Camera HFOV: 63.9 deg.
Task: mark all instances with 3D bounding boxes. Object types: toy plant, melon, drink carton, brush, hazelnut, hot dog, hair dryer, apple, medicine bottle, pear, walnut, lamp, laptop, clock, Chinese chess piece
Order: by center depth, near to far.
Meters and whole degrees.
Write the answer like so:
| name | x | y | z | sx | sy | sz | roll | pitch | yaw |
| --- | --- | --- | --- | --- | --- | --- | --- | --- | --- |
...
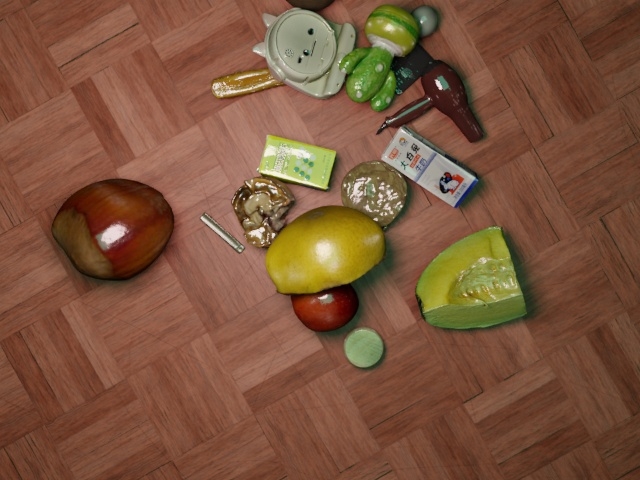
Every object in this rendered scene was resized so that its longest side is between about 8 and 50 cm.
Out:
| name | x | y | z | sx | sy | sz | roll | pitch | yaw |
| --- | --- | --- | --- | --- | --- | --- | --- | --- | --- |
| pear | 0.000 | 0.000 | 1.634 | 0.386 | 0.340 | 0.191 | -21 | 116 | -5 |
| hazelnut | -0.668 | -0.038 | 1.673 | 0.366 | 0.366 | 0.365 | 0 | 90 | 0 |
| apple | 0.016 | 0.194 | 1.715 | 0.201 | 0.218 | 0.218 | -34 | 90 | 13 |
| toy plant | 0.190 | -0.607 | 1.720 | 0.224 | 0.184 | 0.316 | 25 | 90 | -27 |
| melon | 0.493 | 0.154 | 1.722 | 0.343 | 0.226 | 0.331 | -15 | 102 | 13 |
| clock | -0.058 | -0.645 | 1.732 | 0.324 | 0.108 | 0.265 | 16 | 88 | -17 |
| drink carton | 0.372 | -0.255 | 1.755 | 0.315 | 0.106 | 0.130 | 33 | 113 | 1 |
| medicine bottle | -0.077 | -0.259 | 1.756 | 0.250 | 0.141 | 0.137 | 14 | 92 | 0 |
| walnut | -0.196 | -0.101 | 1.757 | 0.204 | 0.141 | 0.238 | 22 | 95 | 12 |
| lamp | 0.354 | -0.756 | 1.774 | 0.105 | 0.105 | 0.105 | 0 | 90 | 0 |
| hair dryer | 0.361 | -0.421 | 1.789 | 0.340 | 0.123 | 0.312 | -30 | 100 | 11 |
| Chinese chess piece | 0.150 | 0.373 | 1.793 | 0.144 | 0.058 | 0.144 | 0 | 90 | 2 |
| hot dog | -0.237 | -0.557 | 1.795 | 0.289 | 0.068 | 0.083 | -13 | 111 | -4 |
| brush | -0.346 | -0.027 | 1.815 | 0.190 | 0.027 | 0.034 | 42 | 94 | -7 |
| laptop | 0.301 | -0.618 | 1.817 | 0.180 | 0.016 | 0.129 | -43 | 90 | -1 |

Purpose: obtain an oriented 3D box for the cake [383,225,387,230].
| name | x | y | z | sx | sy | sz | roll | pitch | yaw |
| --- | --- | --- | --- | --- | --- | --- | --- | --- | --- |
| cake | 0.247 | -0.102 | 1.797 | 0.055 | 0.051 | 0.140 | 4 | 92 | -1 |

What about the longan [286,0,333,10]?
| name | x | y | z | sx | sy | sz | roll | pitch | yaw |
| --- | --- | --- | --- | --- | --- | --- | --- | --- | --- |
| longan | -0.032 | -0.896 | 1.699 | 0.258 | 0.258 | 0.258 | 0 | 90 | 0 |

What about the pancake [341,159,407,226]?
| name | x | y | z | sx | sy | sz | roll | pitch | yaw |
| --- | --- | --- | --- | --- | --- | --- | --- | --- | --- |
| pancake | 0.186 | -0.159 | 1.767 | 0.242 | 0.050 | 0.242 | 5 | 101 | 26 |
